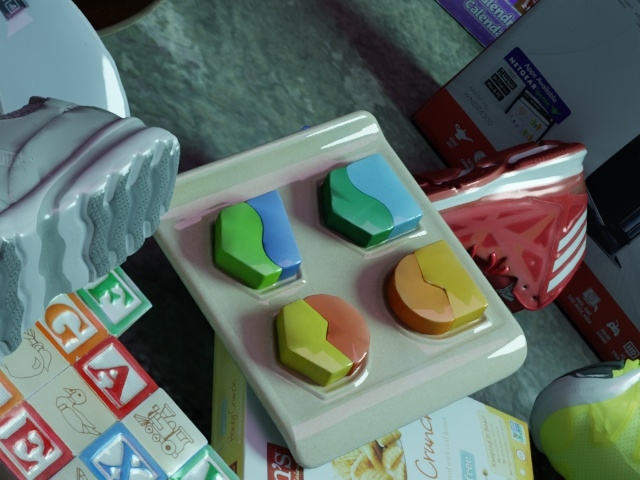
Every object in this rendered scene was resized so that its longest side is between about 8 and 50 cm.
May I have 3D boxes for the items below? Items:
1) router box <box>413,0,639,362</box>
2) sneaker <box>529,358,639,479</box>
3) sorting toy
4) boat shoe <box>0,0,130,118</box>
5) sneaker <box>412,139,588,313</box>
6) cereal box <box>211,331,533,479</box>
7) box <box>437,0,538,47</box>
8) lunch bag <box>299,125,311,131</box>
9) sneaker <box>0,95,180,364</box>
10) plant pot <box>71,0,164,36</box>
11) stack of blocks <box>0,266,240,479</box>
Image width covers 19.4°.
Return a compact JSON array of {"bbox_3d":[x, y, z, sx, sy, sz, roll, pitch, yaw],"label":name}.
[{"bbox_3d":[0.284,-0.066,1.479,0.335,0.301,0.082,52,36,6],"label":"router box"},{"bbox_3d":[0.310,0.234,1.372,0.384,0.145,0.147,39,38,-9],"label":"sneaker"},{"bbox_3d":[0.014,0.022,1.204,0.193,0.038,0.208,-22,71,-32],"label":"sorting toy"},{"bbox_3d":[-0.212,-0.140,1.237,0.095,0.084,0.258,-33,107,-25],"label":"boat shoe"},{"bbox_3d":[0.118,0.008,1.433,0.221,0.087,0.128,-16,104,-20],"label":"sneaker"},{"bbox_3d":[0.038,0.155,1.217,0.240,0.047,0.173,25,42,-27],"label":"cereal box"},{"bbox_3d":[0.234,-0.248,1.780,0.201,0.057,0.293,43,41,-6],"label":"box"},{"bbox_3d":[0.000,0.000,1.293,0.129,0.096,0.151,38,26,3],"label":"lunch bag"},{"bbox_3d":[-0.199,0.002,1.004,0.115,0.105,0.281,27,34,22],"label":"sneaker"},{"bbox_3d":[-0.175,-0.283,1.335,0.215,0.215,0.230,36,24,-14],"label":"plant pot"},{"bbox_3d":[-0.179,0.076,1.083,0.297,0.087,0.171,49,38,1],"label":"stack of blocks"}]
